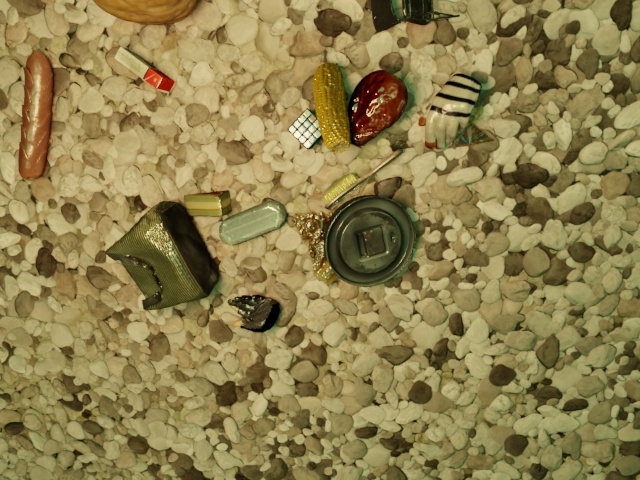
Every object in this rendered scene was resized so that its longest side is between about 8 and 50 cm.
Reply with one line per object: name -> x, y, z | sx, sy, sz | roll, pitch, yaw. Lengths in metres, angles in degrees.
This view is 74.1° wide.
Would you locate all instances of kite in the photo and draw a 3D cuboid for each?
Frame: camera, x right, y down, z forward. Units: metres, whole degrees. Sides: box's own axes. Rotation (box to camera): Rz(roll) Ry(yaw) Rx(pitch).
kite -> 0.470, -0.362, 1.358 | 0.190, 0.010, 0.159 | 38, 101, -7

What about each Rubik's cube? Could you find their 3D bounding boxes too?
Rubik's cube -> -0.038, -0.352, 1.345 | 0.092, 0.092, 0.092 | 43, 102, -7

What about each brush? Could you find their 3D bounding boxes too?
brush -> 0.130, -0.214, 1.386 | 0.313, 0.072, 0.067 | -36, 85, 10

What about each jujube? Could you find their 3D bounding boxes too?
jujube -> 0.157, -0.396, 1.291 | 0.168, 0.168, 0.236 | 36, 107, -6

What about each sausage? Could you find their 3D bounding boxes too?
sausage -> -0.931, -0.403, 1.387 | 0.088, 0.088, 0.433 | 14, 104, 0

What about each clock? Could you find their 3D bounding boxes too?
clock -> 0.158, 0.000, 1.395 | 0.312, 0.061, 0.312 | -4, 108, -13

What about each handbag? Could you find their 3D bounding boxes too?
handbag -> -0.508, 0.061, 1.390 | 0.240, 0.247, 0.341 | -24, 107, 9

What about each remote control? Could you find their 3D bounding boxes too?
remote control -> -0.234, -0.058, 1.449 | 0.247, 0.052, 0.104 | -22, 100, 11

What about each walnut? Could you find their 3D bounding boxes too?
walnut -> -0.510, -0.762, 1.174 | 0.344, 0.306, 0.306 | -2, 103, 2

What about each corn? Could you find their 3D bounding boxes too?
corn -> 0.030, -0.408, 1.274 | 0.101, 0.101, 0.310 | -5, 71, 4

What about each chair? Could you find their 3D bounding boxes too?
chair -> 0.274, -0.701, 1.244 | 0.145, 0.221, 0.140 | -17, 106, -37

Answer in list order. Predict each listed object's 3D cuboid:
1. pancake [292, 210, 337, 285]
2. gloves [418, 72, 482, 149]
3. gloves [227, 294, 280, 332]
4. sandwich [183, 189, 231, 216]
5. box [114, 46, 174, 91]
pancake -> 0.000, 0.000, 1.443 | 0.244, 0.057, 0.266 | 30, 100, -6
gloves -> 0.388, -0.384, 1.292 | 0.140, 0.131, 0.219 | 30, 96, 5
gloves -> -0.245, 0.248, 1.510 | 0.180, 0.106, 0.129 | 18, 104, 28
sandwich -> -0.391, -0.117, 1.409 | 0.163, 0.113, 0.079 | -5, 103, 5
box -> -0.546, -0.532, 1.325 | 0.152, 0.100, 0.048 | 38, 105, -6
